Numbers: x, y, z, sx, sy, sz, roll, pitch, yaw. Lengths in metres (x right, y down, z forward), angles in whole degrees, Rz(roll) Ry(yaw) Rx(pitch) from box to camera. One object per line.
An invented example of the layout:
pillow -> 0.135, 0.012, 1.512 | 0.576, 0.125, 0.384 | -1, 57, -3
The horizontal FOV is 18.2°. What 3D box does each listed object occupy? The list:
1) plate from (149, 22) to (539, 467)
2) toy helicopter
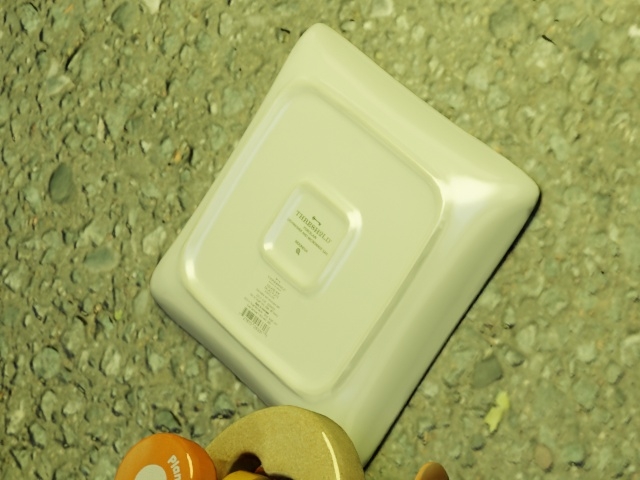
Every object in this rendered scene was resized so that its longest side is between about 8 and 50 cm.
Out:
plate -> 0.000, 0.000, 1.578 | 0.277, 0.045, 0.278 | 40, 104, 35
toy helicopter -> -0.017, 0.289, 1.443 | 0.235, 0.140, 0.355 | -18, 62, 29
